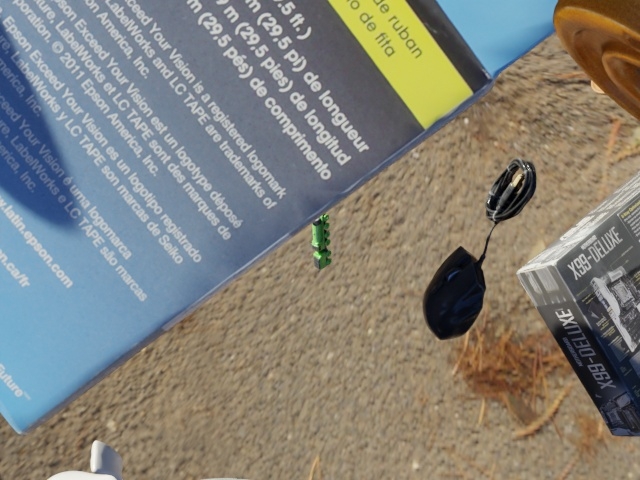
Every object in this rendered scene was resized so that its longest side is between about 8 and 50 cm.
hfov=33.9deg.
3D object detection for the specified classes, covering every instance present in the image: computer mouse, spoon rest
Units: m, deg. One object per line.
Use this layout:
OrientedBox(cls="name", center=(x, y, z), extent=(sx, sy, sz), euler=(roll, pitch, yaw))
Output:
OrientedBox(cls="computer mouse", center=(0.154, 0.012, 1.067), extent=(0.041, 0.071, 0.242), euler=(6, 129, -18))
OrientedBox(cls="spoon rest", center=(-0.409, 0.429, 1.766), extent=(0.084, 0.137, 0.276), euler=(22, 134, -30))

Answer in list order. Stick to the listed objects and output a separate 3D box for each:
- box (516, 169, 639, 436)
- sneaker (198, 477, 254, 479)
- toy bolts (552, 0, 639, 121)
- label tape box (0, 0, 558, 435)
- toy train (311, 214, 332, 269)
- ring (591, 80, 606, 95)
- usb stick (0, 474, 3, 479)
OrientedBox(cls="box", center=(0.419, 0.056, 1.302), extent=(0.307, 0.076, 0.242), euler=(-36, 98, -27))
OrientedBox(cls="sneaker", center=(-0.130, 0.447, 1.746), extent=(0.258, 0.094, 0.091), euler=(0, 84, 14))
OrientedBox(cls="toy bolts", center=(0.116, -0.150, 0.316), extent=(0.228, 0.218, 0.158), euler=(40, 92, 16))
OrientedBox(cls="label tape box", center=(-0.079, -0.112, 0.501), extent=(0.348, 0.115, 0.249), euler=(-37, 97, 7))
OrientedBox(cls="toy train", center=(0.000, 0.000, 1.312), extent=(0.017, 0.024, 0.083), euler=(29, 137, 39))
OrientedBox(cls="ring", center=(0.478, -0.295, 1.308), extent=(0.032, 0.336, 0.336), euler=(43, 103, -10))
OrientedBox(cls="usb stick", center=(-0.209, 0.216, 0.639), extent=(0.045, 0.077, 0.278), euler=(-27, 76, 27))
